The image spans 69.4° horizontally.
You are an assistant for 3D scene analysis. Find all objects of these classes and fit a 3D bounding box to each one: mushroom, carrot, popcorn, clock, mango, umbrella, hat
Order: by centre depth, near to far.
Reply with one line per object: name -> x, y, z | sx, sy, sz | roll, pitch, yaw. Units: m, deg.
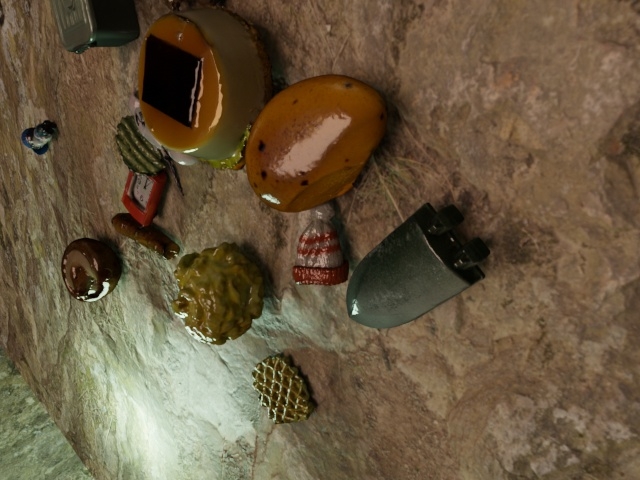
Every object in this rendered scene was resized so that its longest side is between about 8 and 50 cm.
mango -> -0.013, -0.171, 0.778 | 0.290, 0.159, 0.191 | -27, 78, 38
hat -> 0.000, 0.000, 0.872 | 0.112, 0.093, 0.163 | 0, 100, 28
popcorn -> -0.241, 0.118, 1.050 | 0.216, 0.181, 0.235 | 6, 110, 39
umbrella -> -0.376, -0.182, 1.166 | 0.022, 0.022, 0.149 | 4, 110, 67
clock -> -0.464, -0.134, 1.233 | 0.113, 0.061, 0.155 | 44, 125, 20
carrot -> -0.492, -0.014, 1.293 | 0.260, 0.070, 0.070 | 26, 121, 30
mushroom -> -0.736, 0.091, 1.501 | 0.231, 0.138, 0.194 | -28, 73, 31

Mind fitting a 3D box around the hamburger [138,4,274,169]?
hamburger -> -0.215, -0.291, 0.889 | 0.275, 0.179, 0.295 | 28, 118, 27

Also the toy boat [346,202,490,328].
toy boat -> 0.134, 0.067, 0.785 | 0.141, 0.092, 0.319 | 55, 138, 10

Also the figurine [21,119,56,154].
figurine -> -0.939, -0.349, 1.544 | 0.149, 0.087, 0.086 | -19, 55, 42

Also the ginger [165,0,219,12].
ginger -> -0.204, -0.497, 0.866 | 0.289, 0.084, 0.122 | 11, 106, 36

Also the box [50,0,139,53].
box -> -0.532, -0.569, 1.083 | 0.163, 0.135, 0.244 | 1, 105, 38

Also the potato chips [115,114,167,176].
potato chips -> -0.474, -0.240, 1.184 | 0.208, 0.091, 0.028 | 52, 157, 14

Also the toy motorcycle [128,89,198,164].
toy motorcycle -> -0.375, -0.265, 1.076 | 0.254, 0.112, 0.113 | 45, 129, 20

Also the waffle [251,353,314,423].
waffle -> -0.095, 0.359, 1.113 | 0.183, 0.036, 0.170 | -32, 81, 40
